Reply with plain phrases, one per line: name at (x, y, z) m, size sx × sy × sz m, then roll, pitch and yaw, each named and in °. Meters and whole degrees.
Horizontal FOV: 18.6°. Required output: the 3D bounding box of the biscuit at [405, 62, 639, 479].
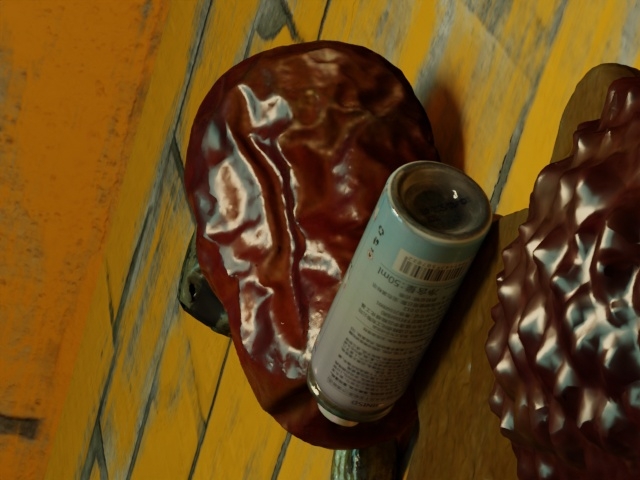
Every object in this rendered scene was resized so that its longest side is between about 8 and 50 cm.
biscuit at (0.135, 0.112, 1.203) m, size 0.394 × 0.076 × 0.368 m, roll 131°, pitch 148°, yaw -67°

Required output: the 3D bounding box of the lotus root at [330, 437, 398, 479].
lotus root at (0.035, 0.183, 1.546) m, size 0.054 × 0.049 × 0.099 m, roll -7°, pitch 70°, yaw 49°

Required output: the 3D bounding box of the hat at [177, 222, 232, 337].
hat at (-0.072, 0.029, 1.926) m, size 0.265 × 0.128 × 0.265 m, roll -165°, pitch 90°, yaw -77°

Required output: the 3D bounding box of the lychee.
lychee at (0.184, 0.046, 0.693) m, size 0.300 × 0.264 × 0.264 m, roll -64°, pitch 9°, yaw -20°

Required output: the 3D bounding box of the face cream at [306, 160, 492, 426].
face cream at (0.045, 0.048, 1.327) m, size 0.229 × 0.075 × 0.075 m, roll 114°, pitch 161°, yaw -45°

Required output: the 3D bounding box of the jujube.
jujube at (0.000, 0.000, 1.550) m, size 0.216 × 0.216 × 0.342 m, roll 120°, pitch 145°, yaw -50°
